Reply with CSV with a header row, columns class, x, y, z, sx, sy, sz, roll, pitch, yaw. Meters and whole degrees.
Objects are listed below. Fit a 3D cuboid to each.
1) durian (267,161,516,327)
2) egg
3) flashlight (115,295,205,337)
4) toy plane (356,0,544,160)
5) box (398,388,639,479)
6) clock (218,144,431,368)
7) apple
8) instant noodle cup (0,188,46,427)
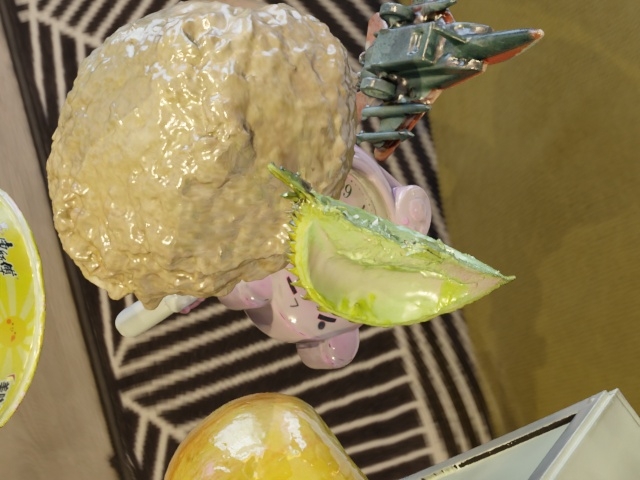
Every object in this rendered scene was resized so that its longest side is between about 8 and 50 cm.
class,x,y,z,sx,sy,sz,roll,pitch,yaw
durian,0.034,0.002,0.948,0.215,0.100,0.086,21,59,-28
egg,-0.103,-0.084,1.207,0.279,0.279,0.310,41,105,3
flashlight,-0.224,0.093,1.919,0.047,0.200,0.093,53,40,-9
toy plane,0.121,-0.199,1.413,0.104,0.326,0.222,18,80,-22
box,0.119,0.200,0.922,0.086,0.225,0.129,53,44,-3
clock,0.000,0.000,1.927,0.295,0.113,0.322,39,61,-31
apple,-0.059,0.327,1.619,0.233,0.286,0.286,-36,84,-5
instant noodle cup,-0.407,0.063,1.214,0.264,0.200,0.264,-5,83,38
